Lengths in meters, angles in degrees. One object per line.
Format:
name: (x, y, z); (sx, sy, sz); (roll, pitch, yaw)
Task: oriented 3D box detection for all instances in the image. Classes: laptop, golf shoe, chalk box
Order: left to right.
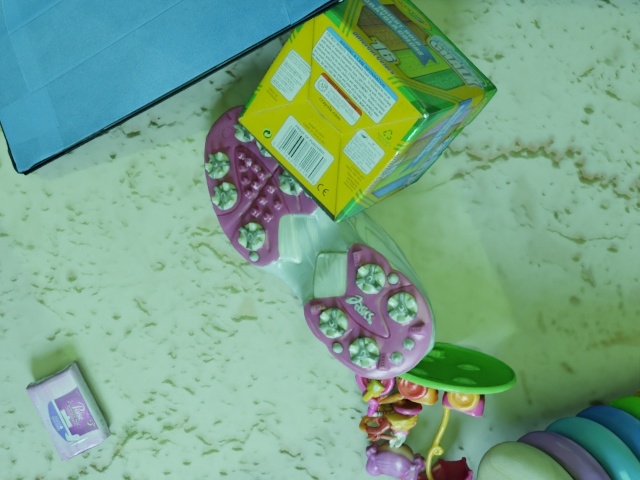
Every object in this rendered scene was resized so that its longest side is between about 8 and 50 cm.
laptop: (-0.237, -0.308, 0.551); (0.381, 0.408, 0.236); (-22, 52, 25)
golf shoe: (0.000, 0.000, 0.729); (0.115, 0.140, 0.306); (-41, 72, 14)
chalk box: (0.058, -0.128, 0.682); (0.132, 0.213, 0.132); (46, 125, 9)

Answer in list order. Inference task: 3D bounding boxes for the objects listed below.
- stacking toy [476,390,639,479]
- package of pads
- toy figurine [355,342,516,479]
stacking toy: (0.315, 0.197, 0.730); (0.330, 0.141, 0.141); (-21, 93, -25)
package of pads: (-0.245, 0.166, 0.739); (0.050, 0.032, 0.083); (-26, 93, -3)
toy figurine: (0.091, 0.190, 0.742); (0.173, 0.130, 0.159); (10, 100, 13)
